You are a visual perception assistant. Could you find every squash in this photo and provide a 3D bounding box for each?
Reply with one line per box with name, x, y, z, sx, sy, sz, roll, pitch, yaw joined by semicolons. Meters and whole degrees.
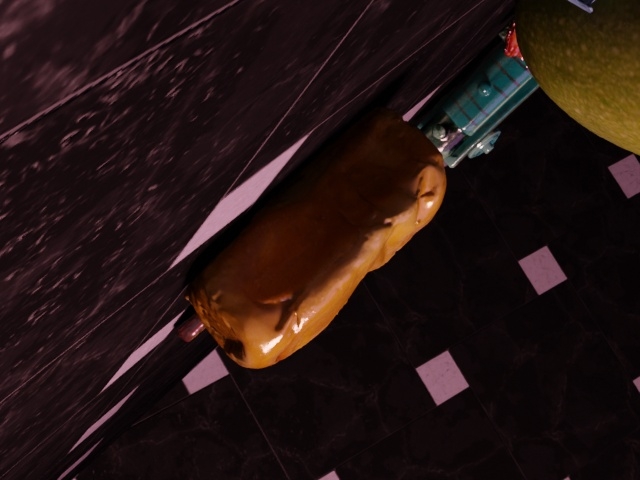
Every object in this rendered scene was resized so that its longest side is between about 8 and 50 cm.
squash;0.316;-0.232;1.091;0.309;0.310;0.310;20;-128;43

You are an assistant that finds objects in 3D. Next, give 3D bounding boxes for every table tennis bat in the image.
table tennis bat;-0.115;0.059;1.414;0.200;0.038;0.310;-45;-179;5

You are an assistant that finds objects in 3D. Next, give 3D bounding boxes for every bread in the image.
bread;0.000;0.000;1.140;0.294;0.132;0.167;-41;170;-17

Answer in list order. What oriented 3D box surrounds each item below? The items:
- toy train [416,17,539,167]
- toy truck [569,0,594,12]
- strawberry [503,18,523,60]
toy train;0.273;-0.239;1.722;0.298;0.120;0.194;-44;170;17
toy truck;0.205;-0.256;0.985;0.063;0.074;0.136;-42;-142;6
strawberry;0.336;-0.342;1.514;0.208;0.087;0.167;-17;150;-13
